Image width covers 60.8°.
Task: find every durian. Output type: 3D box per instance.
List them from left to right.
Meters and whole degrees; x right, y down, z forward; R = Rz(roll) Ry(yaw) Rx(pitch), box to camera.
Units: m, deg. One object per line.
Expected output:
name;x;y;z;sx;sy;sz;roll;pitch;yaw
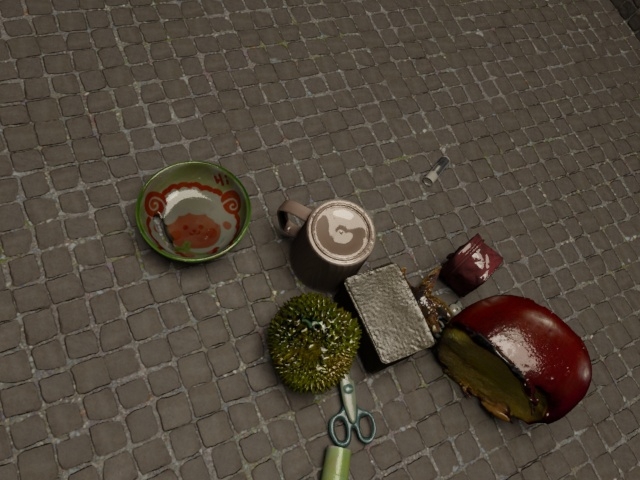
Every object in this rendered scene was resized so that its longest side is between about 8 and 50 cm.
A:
durian;-0.016;0.270;1.503;0.291;0.224;0.291;-1;57;1

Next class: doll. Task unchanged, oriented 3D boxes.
doll;0.404;0.265;1.734;0.219;0.067;0.091;-31;72;-28

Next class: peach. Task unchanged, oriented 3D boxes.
peach;0.551;0.340;1.594;0.417;0.339;0.353;14;63;-15

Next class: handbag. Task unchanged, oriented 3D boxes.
handbag;0.474;0.080;1.750;0.135;0.225;0.146;44;74;10

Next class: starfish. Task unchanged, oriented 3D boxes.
starfish;0.326;0.182;1.729;0.216;0.071;0.238;-35;66;-17

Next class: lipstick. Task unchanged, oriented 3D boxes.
lipstick;0.026;0.696;1.414;0.076;0.076;0.304;17;62;-9
lipstick;0.427;-0.256;1.994;0.040;0.040;0.141;40;62;3

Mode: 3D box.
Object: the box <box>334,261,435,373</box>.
box;0.184;0.226;1.602;0.184;0.143;0.273;-19;70;-18

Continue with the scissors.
scissors;0.076;0.438;1.565;0.138;0.041;0.289;-5;68;-11

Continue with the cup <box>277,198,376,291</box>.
cup;0.017;-0.007;1.621;0.208;0.273;0.288;-26;78;-19

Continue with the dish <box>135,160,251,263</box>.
dish;-0.371;-0.067;1.617;0.324;0.124;0.324;4;66;-8
